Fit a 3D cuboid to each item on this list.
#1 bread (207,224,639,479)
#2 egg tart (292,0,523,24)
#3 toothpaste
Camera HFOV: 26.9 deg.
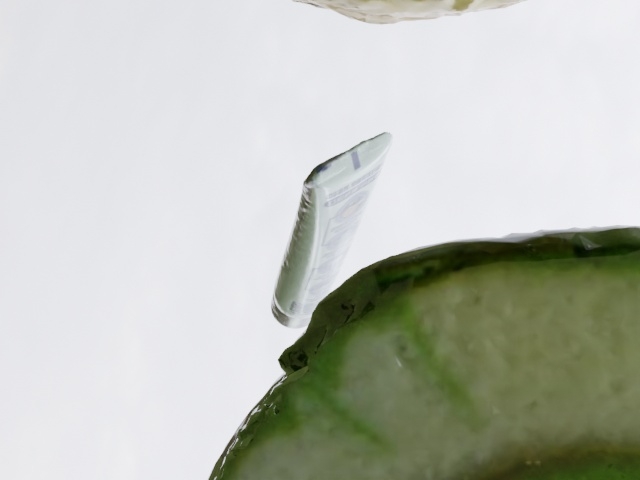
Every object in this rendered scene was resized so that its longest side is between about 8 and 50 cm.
[{"bbox_3d":[0.124,0.182,0.569,0.129,0.366,0.382,84,-10,-68],"label":"bread"},{"bbox_3d":[0.051,-0.250,0.581,0.319,0.319,0.128,-53,-154,32],"label":"egg tart"},{"bbox_3d":[0.000,0.000,0.870,0.039,0.062,0.239,56,-21,16],"label":"toothpaste"}]
